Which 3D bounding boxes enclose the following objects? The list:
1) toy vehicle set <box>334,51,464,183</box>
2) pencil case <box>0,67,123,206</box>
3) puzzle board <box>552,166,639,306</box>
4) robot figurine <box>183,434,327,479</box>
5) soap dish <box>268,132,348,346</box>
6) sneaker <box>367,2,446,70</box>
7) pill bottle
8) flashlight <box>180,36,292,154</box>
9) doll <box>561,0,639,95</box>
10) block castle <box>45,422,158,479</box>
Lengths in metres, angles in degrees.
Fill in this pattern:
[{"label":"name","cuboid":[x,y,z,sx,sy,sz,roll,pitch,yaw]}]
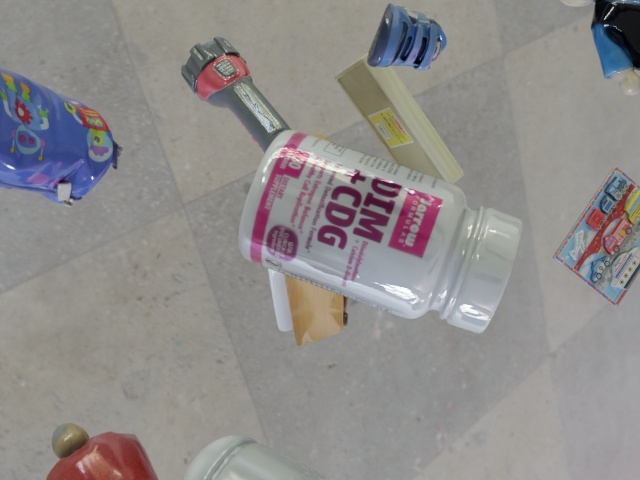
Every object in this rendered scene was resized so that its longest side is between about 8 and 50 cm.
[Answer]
[{"label":"toy vehicle set","cuboid":[0.137,-0.210,1.257,0.035,0.166,0.267,-39,102,-11]},{"label":"pencil case","cuboid":[-0.333,-0.107,0.683,0.133,0.119,0.306,70,17,11]},{"label":"puzzle board","cuboid":[0.333,-0.004,0.786,0.096,0.011,0.128,37,84,-8]},{"label":"robot figurine","cuboid":[-0.110,0.487,1.279,0.300,0.353,0.199,-17,123,-58]},{"label":"soap dish","cuboid":[0.000,0.000,1.179,0.229,0.118,0.291,85,12,-49]},{"label":"sneaker","cuboid":[0.083,-0.188,0.654,0.053,0.059,0.144,-65,172,30]},{"label":"pill bottle","cuboid":[0.066,-0.007,0.785,0.160,0.283,0.160,19,90,-83]},{"label":"flashlight","cuboid":[-0.103,-0.188,1.098,0.103,0.304,0.103,-6,143,-54]},{"label":"doll","cuboid":[0.250,-0.151,0.481,0.129,0.189,0.046,-60,165,-10]},{"label":"block castle","cuboid":[-0.254,0.387,0.615,0.303,0.213,0.453,-26,142,-28]}]
